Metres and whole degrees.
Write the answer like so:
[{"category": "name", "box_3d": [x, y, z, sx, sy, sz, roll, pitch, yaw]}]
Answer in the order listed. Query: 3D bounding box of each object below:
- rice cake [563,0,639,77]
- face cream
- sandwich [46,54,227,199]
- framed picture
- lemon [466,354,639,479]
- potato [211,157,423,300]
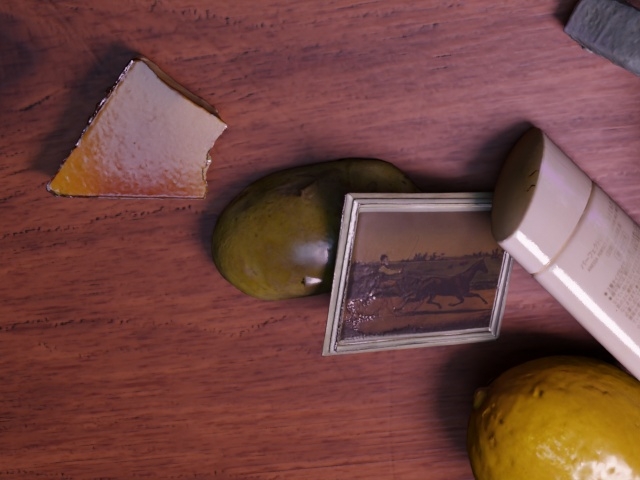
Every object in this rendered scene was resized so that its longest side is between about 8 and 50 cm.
[{"category": "rice cake", "box_3d": [0.369, -0.171, 0.972, 0.063, 0.336, 0.066, 17, 110, -36]}, {"category": "face cream", "box_3d": [0.331, 0.038, 1.120, 0.348, 0.173, 0.081, 42, 140, -9]}, {"category": "sandwich", "box_3d": [-0.204, -0.095, 1.156, 0.162, 0.058, 0.193, 36, 104, -9]}, {"category": "framed picture", "box_3d": [0.126, 0.038, 1.138, 0.252, 0.014, 0.197, -2, 110, -29]}, {"category": "lemon", "box_3d": [0.303, 0.254, 1.150, 0.236, 0.236, 0.263, -35, 107, 13]}, {"category": "potato", "box_3d": [0.000, 0.000, 1.150, 0.272, 0.111, 0.160, -8, 109, 6]}]
